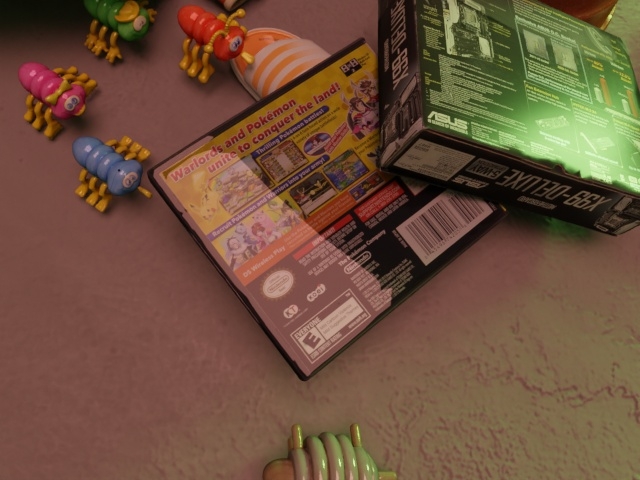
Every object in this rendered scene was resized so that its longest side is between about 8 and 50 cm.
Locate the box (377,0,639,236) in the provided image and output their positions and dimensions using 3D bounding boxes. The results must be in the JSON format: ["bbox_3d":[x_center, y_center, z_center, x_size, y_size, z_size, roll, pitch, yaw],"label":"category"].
[{"bbox_3d":[0.212,-0.155,0.595,0.308,0.076,0.242,12,61,-20],"label":"box"}]

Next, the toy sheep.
[{"bbox_3d":[0.010,0.225,0.532,0.132,0.091,0.091,1,74,-10],"label":"toy sheep"}]

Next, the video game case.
[{"bbox_3d":[0.014,-0.043,0.562,0.275,0.035,0.248,-37,85,-16],"label":"video game case"}]

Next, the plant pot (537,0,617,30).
[{"bbox_3d":[0.286,-0.399,0.637,0.273,0.265,0.272,1,75,-4],"label":"plant pot"}]

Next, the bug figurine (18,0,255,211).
[{"bbox_3d":[-0.215,-0.182,0.617,0.216,0.072,0.279,30,78,12],"label":"bug figurine"}]

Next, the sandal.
[{"bbox_3d":[0.000,-0.167,0.644,0.102,0.076,0.265,-39,80,-14],"label":"sandal"}]

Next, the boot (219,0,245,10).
[{"bbox_3d":[-0.086,-0.359,0.709,0.158,0.059,0.084,-43,95,-15],"label":"boot"}]
